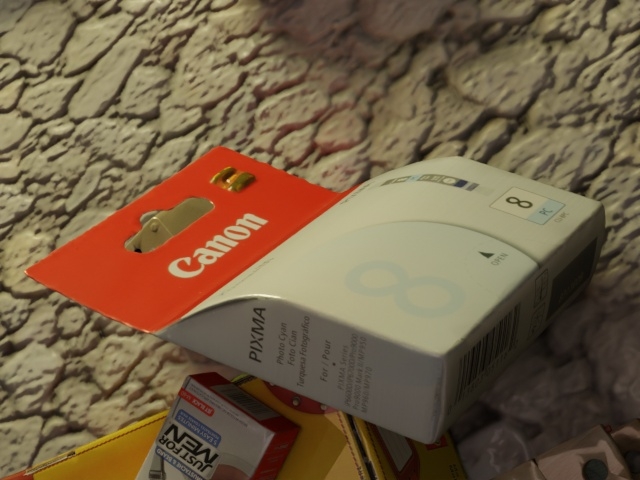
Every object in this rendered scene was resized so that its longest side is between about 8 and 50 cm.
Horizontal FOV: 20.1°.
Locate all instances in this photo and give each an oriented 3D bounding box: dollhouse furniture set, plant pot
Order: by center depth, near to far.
[{"bbox_3d":[0.236,0.255,1.478,0.129,0.129,0.183,-30,76,21],"label":"dollhouse furniture set"},{"bbox_3d":[-0.132,0.029,1.667,0.109,0.096,0.109,-46,72,17],"label":"plant pot"}]

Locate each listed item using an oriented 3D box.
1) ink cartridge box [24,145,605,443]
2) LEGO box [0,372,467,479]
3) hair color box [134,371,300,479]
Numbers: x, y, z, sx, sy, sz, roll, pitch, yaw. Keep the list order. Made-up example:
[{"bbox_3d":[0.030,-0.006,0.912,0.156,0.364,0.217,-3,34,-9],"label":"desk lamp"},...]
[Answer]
[{"bbox_3d":[0.000,0.000,1.491,0.385,0.308,0.091,21,123,23],"label":"ink cartridge box"},{"bbox_3d":[-0.026,0.372,1.558,0.373,0.193,0.500,-24,79,22],"label":"LEGO box"},{"bbox_3d":[-0.098,0.201,1.459,0.093,0.053,0.167,31,103,22],"label":"hair color box"}]
